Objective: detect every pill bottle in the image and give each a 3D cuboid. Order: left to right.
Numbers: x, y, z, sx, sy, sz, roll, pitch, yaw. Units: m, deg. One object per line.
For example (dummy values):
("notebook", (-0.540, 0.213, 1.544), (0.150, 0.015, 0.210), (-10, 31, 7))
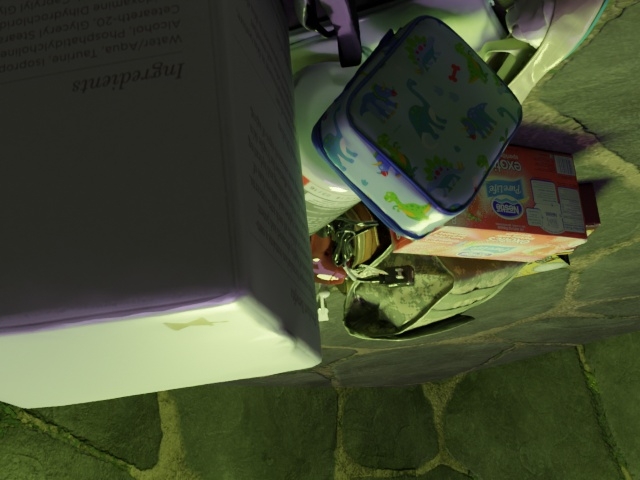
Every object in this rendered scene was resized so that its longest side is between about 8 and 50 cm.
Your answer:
("pill bottle", (-0.032, -0.088, 1.183), (0.161, 0.161, 0.283), (2, 161, -27))

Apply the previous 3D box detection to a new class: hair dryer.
("hair dryer", (0.000, 0.000, 1.587), (0.293, 0.080, 0.223), (-2, 146, 33))

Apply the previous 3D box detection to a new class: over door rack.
("over door rack", (-0.103, 0.096, 1.880), (0.240, 0.108, 0.324), (-5, 149, 0))

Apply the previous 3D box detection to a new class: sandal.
("sandal", (-0.006, -0.254, 0.896), (0.054, 0.097, 0.254), (-10, 153, 10))

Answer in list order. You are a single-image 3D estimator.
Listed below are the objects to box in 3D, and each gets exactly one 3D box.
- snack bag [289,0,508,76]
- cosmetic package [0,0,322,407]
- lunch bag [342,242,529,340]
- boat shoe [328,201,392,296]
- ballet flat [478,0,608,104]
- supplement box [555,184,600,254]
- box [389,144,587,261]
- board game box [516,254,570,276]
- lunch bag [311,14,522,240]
("snack bag", (0.081, -0.199, 1.196), (0.343, 0.037, 0.323), (-13, 162, 20))
("cosmetic package", (-0.198, -0.078, 0.873), (0.327, 0.393, 0.329), (-8, 163, 8))
("lunch bag", (0.201, 0.083, 1.764), (0.235, 0.169, 0.287), (-10, 151, -43))
("boat shoe", (0.072, -0.005, 1.761), (0.104, 0.110, 0.307), (-30, 162, -14))
("ballet flat", (0.229, -0.220, 1.068), (0.086, 0.086, 0.248), (0, 151, -20))
("supplement box", (0.442, -0.034, 1.801), (0.104, 0.080, 0.188), (-5, 164, -3))
("box", (0.262, -0.059, 1.529), (0.300, 0.154, 0.142), (4, 161, -32))
("board game box", (0.429, 0.031, 2.082), (0.165, 0.042, 0.243), (-14, 162, 24))
("lunch bag", (0.103, -0.124, 1.007), (0.176, 0.219, 0.090), (43, 143, -8))
